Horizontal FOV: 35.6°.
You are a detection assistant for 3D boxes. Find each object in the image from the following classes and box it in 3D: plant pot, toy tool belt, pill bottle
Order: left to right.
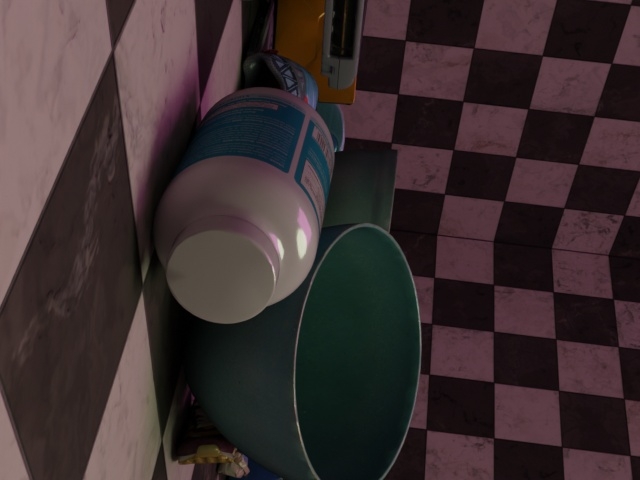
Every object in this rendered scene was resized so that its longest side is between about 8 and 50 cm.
[{"bbox_3d":[-0.134,0.348,1.579,0.083,0.052,0.051,90,16,-76],"label":"toy tool belt"},{"bbox_3d":[-0.069,-0.033,0.921,0.264,0.146,0.146,-78,174,-61],"label":"pill bottle"},{"bbox_3d":[-0.036,0.124,1.103,0.290,0.196,0.290,-5,96,-60],"label":"plant pot"},{"bbox_3d":[0.000,0.000,1.475,0.293,0.196,0.292,7,90,-88],"label":"plant pot"}]

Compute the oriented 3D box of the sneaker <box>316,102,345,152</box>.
[{"bbox_3d":[-0.024,-0.137,1.989,0.208,0.127,0.318,-64,170,-77],"label":"sneaker"}]

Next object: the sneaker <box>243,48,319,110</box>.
[{"bbox_3d":[-0.078,-0.122,1.281,0.125,0.104,0.261,31,57,-56],"label":"sneaker"}]

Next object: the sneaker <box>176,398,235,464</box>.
[{"bbox_3d":[-0.133,0.218,1.177,0.185,0.070,0.083,121,-32,-81],"label":"sneaker"}]

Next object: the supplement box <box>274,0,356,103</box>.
[{"bbox_3d":[-0.005,-0.317,1.595,0.194,0.129,0.191,-94,-171,-83],"label":"supplement box"}]

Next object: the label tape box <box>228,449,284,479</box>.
[{"bbox_3d":[-0.106,0.427,1.789,0.240,0.106,0.333,-79,175,-65],"label":"label tape box"}]

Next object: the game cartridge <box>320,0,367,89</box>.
[{"bbox_3d":[0.041,-0.368,1.286,0.297,0.062,0.198,94,8,-53],"label":"game cartridge"}]

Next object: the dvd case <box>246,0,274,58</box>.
[{"bbox_3d":[-0.088,-0.218,1.440,0.164,0.018,0.221,-81,176,-48],"label":"dvd case"}]
